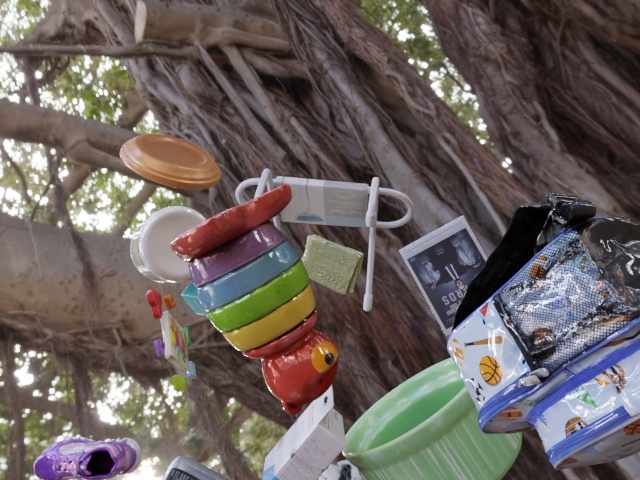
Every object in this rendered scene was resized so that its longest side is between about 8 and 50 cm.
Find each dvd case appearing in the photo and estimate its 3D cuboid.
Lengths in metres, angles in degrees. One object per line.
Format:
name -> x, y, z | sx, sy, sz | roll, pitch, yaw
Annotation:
dvd case -> 0.323, 0.085, 1.201 | 0.179, 0.239, 0.029 | -30, -8, 16

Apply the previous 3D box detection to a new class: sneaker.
sneaker -> -0.539, 0.502, 1.134 | 0.236, 0.095, 0.104 | -5, -8, 0

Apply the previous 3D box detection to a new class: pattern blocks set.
pattern blocks set -> -0.412, 0.285, 1.423 | 0.026, 0.285, 0.325 | -14, -15, -4

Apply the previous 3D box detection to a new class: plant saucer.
plant saucer -> -0.296, -0.166, 1.008 | 0.200, 0.200, 0.037 | 1, -57, -37

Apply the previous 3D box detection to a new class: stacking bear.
stacking bear -> -0.071, 0.095, 0.701 | 0.164, 0.289, 0.175 | -24, 6, 39

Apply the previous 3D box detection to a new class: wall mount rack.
wall mount rack -> 0.000, 0.000, 0.976 | 0.350, 0.130, 0.304 | 5, -38, 8

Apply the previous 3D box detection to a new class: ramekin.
ramekin -> 0.202, 0.348, 0.892 | 0.303, 0.148, 0.303 | -34, -6, -4

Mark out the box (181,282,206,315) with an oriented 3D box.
box -> -0.349, 0.205, 1.663 | 0.060, 0.244, 0.100 | -54, -50, -34

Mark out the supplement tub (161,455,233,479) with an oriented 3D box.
supplement tub -> -0.144, 0.507, 0.809 | 0.316, 0.193, 0.193 | 29, -56, -2

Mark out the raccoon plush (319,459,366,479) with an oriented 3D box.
raccoon plush -> 0.114, 0.774, 1.265 | 0.299, 0.446, 0.216 | -36, 13, -35

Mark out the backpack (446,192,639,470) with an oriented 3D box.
backpack -> 0.278, 0.112, 0.518 | 0.276, 0.213, 0.263 | 11, -38, -26

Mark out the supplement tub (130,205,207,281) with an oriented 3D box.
supplement tub -> -0.495, 0.021, 1.646 | 0.235, 0.235, 0.325 | -10, 1, -28

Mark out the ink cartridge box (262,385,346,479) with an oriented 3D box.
ink cartridge box -> -0.016, 0.333, 0.819 | 0.180, 0.060, 0.104 | -50, 5, 4

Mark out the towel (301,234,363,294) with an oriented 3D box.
towel -> 0.023, 0.056, 1.176 | 0.027, 0.148, 0.110 | -10, -60, -69
